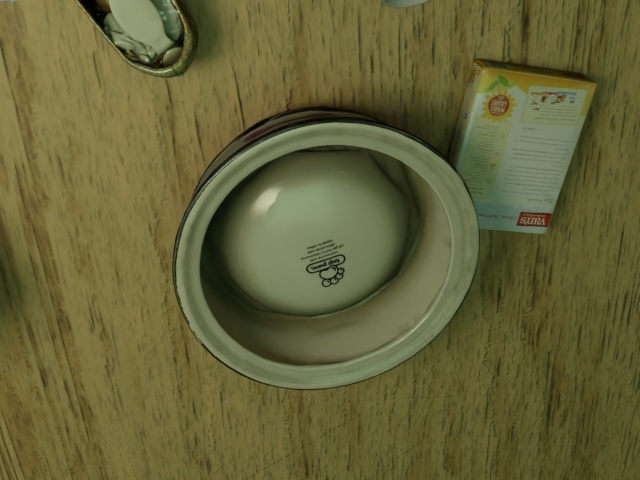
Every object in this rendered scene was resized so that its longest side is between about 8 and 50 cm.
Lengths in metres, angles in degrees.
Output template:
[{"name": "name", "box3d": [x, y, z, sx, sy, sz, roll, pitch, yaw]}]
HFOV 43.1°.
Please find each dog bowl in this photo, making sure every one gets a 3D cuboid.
[{"name": "dog bowl", "box3d": [0.000, 0.000, 1.115, 0.408, 0.150, 0.408, -5, 120, -10]}]

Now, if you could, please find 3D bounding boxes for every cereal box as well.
[{"name": "cereal box", "box3d": [0.272, -0.127, 1.157, 0.173, 0.047, 0.240, 5, 118, -14]}]

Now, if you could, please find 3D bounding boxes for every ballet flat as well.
[{"name": "ballet flat", "box3d": [-0.256, -0.323, 0.901, 0.123, 0.123, 0.348, -34, 120, 8]}]

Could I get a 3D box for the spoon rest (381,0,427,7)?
[{"name": "spoon rest", "box3d": [0.097, -0.330, 0.921, 0.137, 0.084, 0.276, -30, 161, 26]}]
